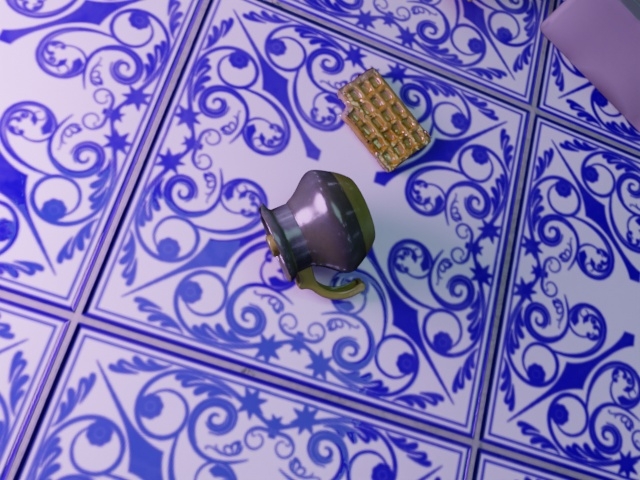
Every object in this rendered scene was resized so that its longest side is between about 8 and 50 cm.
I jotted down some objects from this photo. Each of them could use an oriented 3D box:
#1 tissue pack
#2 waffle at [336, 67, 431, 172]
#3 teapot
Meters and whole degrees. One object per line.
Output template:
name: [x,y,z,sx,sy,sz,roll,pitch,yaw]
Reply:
tissue pack: [0.496,-0.317,1.036,0.246,0.136,0.159,47,66,2]
waffle: [0.081,-0.165,0.926,0.092,0.021,0.135,-38,87,-23]
teapot: [0.000,0.000,0.807,0.119,0.130,0.165,-23,113,-7]
